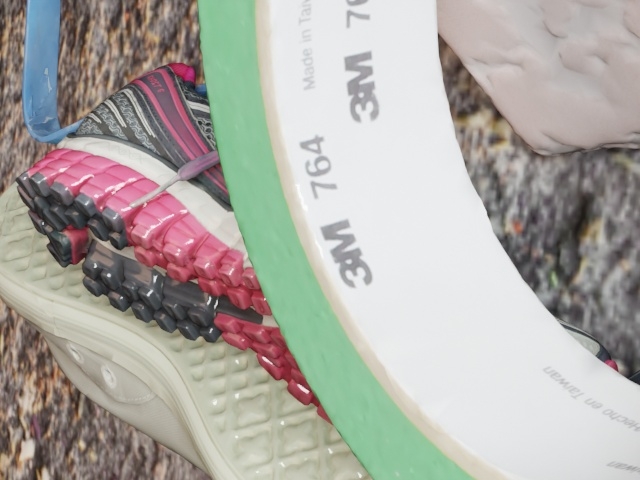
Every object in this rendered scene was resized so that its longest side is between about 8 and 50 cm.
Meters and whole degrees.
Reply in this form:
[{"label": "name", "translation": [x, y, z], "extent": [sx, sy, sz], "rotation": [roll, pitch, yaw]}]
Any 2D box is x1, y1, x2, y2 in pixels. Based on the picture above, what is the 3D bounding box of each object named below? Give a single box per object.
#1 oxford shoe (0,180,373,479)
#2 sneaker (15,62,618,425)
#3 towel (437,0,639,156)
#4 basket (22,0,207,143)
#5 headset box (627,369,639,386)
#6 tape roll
[{"label": "oxford shoe", "translation": [-0.020, 0.074, 0.811], "extent": [0.449, 0.169, 0.130], "rotation": [26, 150, 42]}, {"label": "sneaker", "translation": [0.000, 0.000, 0.678], "extent": [0.299, 0.112, 0.121], "rotation": [27, 152, 25]}, {"label": "towel", "translation": [0.123, -0.155, 0.524], "extent": [0.331, 0.317, 0.053], "rotation": [-2, 47, 52]}, {"label": "basket", "translation": [-0.096, -0.210, 0.848], "extent": [0.254, 0.201, 0.289], "rotation": [-7, 78, 49]}, {"label": "headset box", "translation": [0.246, 0.101, 0.444], "extent": [0.246, 0.131, 0.283], "rotation": [-43, 55, 46]}, {"label": "tape roll", "translation": [0.078, -0.042, 0.434], "extent": [0.321, 0.077, 0.321], "rotation": [30, 128, 48]}]
